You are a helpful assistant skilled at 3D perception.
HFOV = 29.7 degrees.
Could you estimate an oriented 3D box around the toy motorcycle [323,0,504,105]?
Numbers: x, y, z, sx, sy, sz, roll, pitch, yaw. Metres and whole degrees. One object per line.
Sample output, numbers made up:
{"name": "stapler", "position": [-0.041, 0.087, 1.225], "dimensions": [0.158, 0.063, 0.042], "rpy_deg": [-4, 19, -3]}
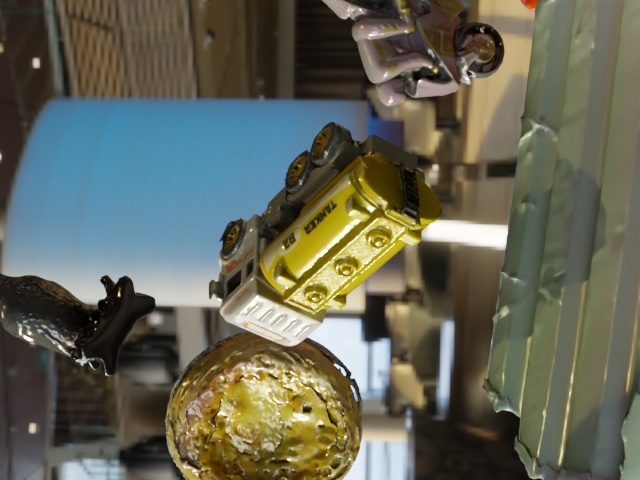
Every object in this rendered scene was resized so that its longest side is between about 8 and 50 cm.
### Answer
{"name": "toy motorcycle", "position": [0.094, -0.229, 1.354], "dimensions": [0.152, 0.225, 0.073], "rpy_deg": [-57, 13, -10]}

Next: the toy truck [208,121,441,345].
{"name": "toy truck", "position": [0.000, 0.000, 0.998], "dimensions": [0.227, 0.098, 0.114], "rpy_deg": [-43, 32, 39]}

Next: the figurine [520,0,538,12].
{"name": "figurine", "position": [0.306, -0.367, 1.191], "dimensions": [0.412, 0.306, 0.241], "rpy_deg": [68, -150, -66]}

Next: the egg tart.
{"name": "egg tart", "position": [-0.065, 0.210, 1.416], "dimensions": [0.094, 0.234, 0.234], "rpy_deg": [-106, 16, -75]}

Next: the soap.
{"name": "soap", "position": [0.272, -0.009, 0.973], "dimensions": [0.261, 0.156, 0.446], "rpy_deg": [-12, 66, 65]}

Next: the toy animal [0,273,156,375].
{"name": "toy animal", "position": [-0.312, 0.088, 1.429], "dimensions": [0.117, 0.210, 0.121], "rpy_deg": [71, -142, -54]}
